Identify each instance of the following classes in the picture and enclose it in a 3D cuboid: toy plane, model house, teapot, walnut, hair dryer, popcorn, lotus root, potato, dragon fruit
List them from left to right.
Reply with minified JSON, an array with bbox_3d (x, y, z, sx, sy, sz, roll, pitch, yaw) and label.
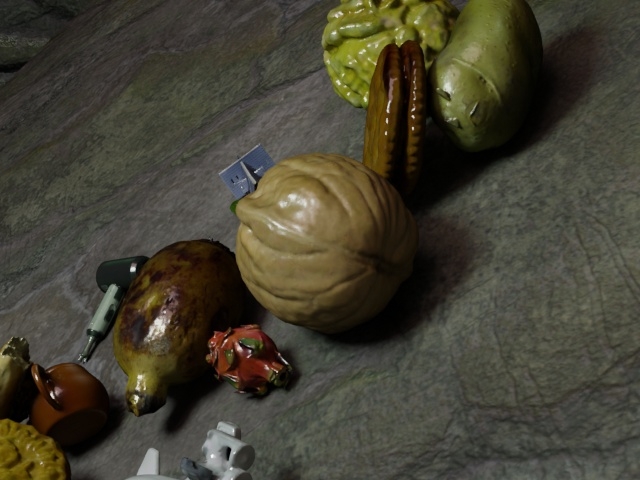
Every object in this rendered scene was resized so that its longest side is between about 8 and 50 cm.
[{"bbox_3d":[-0.358,0.217,1.354,0.116,0.173,0.116,-7,60,12],"label":"teapot"},{"bbox_3d":[-0.342,0.113,1.574,0.100,0.057,0.198,-8,50,40],"label":"hair dryer"},{"bbox_3d":[-0.195,0.103,1.331,0.169,0.141,0.314,-14,38,29],"label":"lotus root"},{"bbox_3d":[-0.148,0.310,1.032,0.252,0.118,0.252,-28,46,33],"label":"toy plane"},{"bbox_3d":[-0.088,0.150,1.223,0.116,0.086,0.081,6,12,40],"label":"dragon fruit"},{"bbox_3d":[-0.107,-0.084,1.547,0.117,0.088,0.167,-35,31,3],"label":"model house"},{"bbox_3d":[0.000,0.000,1.215,0.225,0.225,0.261,-44,32,-12],"label":"walnut"},{"bbox_3d":[0.117,-0.314,1.522,0.259,0.212,0.259,-22,41,21],"label":"popcorn"},{"bbox_3d":[0.225,-0.232,1.327,0.143,0.169,0.248,13,64,14],"label":"potato"}]

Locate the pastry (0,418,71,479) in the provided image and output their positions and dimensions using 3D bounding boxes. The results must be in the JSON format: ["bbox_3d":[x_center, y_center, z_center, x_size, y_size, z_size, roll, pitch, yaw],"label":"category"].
[{"bbox_3d":[-0.405,0.318,1.214,0.189,0.188,0.103,-94,18,-55],"label":"pastry"}]

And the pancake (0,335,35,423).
[{"bbox_3d":[-0.432,0.237,1.404,0.266,0.057,0.244,-64,-7,17],"label":"pancake"}]

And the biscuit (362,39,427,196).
[{"bbox_3d":[0.101,-0.166,1.336,0.066,0.221,0.220,2,35,-5],"label":"biscuit"}]
